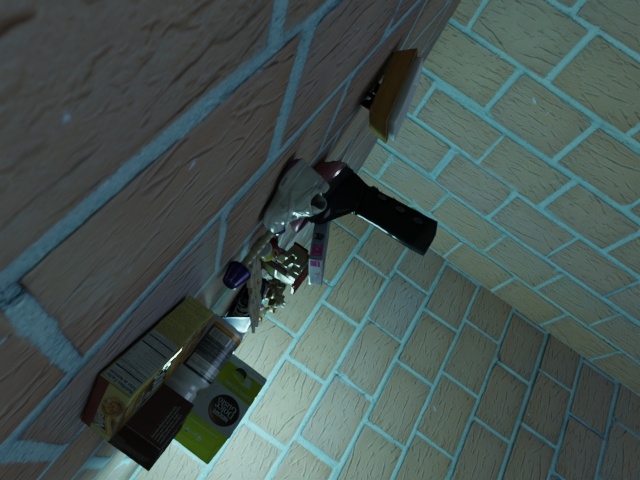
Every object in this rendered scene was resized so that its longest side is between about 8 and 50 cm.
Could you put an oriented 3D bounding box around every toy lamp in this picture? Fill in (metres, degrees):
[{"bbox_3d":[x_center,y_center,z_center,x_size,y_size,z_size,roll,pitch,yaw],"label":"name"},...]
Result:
[{"bbox_3d":[-0.210,0.041,1.471,0.275,0.080,0.080,-53,177,-32],"label":"toy lamp"}]

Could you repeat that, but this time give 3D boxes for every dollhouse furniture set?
[{"bbox_3d":[-0.139,0.061,1.899,0.152,0.201,0.374,-53,171,-24],"label":"dollhouse furniture set"}]

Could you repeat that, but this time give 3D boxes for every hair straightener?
[{"bbox_3d":[0.221,-0.569,1.803,0.089,0.047,0.230,-58,171,30],"label":"hair straightener"}]

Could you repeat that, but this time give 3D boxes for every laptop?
[{"bbox_3d":[-0.405,0.389,1.782,0.264,0.136,0.234,-54,177,-29],"label":"laptop"}]

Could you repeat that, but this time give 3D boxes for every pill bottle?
[{"bbox_3d":[-0.404,0.395,1.566,0.278,0.162,0.162,-54,178,-21],"label":"pill bottle"},{"bbox_3d":[-0.199,0.040,1.667,0.065,0.065,0.116,-54,171,-9],"label":"pill bottle"}]

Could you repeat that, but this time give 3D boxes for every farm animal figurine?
[{"bbox_3d":[-0.272,0.315,2.578,0.330,0.172,0.327,-52,-170,46],"label":"farm animal figurine"}]

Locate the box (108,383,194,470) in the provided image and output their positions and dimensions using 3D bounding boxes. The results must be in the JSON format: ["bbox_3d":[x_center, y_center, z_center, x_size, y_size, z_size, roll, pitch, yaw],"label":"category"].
[{"bbox_3d":[-0.527,0.566,1.433,0.203,0.167,0.168,-57,177,41],"label":"box"}]

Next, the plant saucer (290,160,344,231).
[{"bbox_3d":[-0.029,-0.186,1.833,0.332,0.084,0.332,-55,178,-2],"label":"plant saucer"}]

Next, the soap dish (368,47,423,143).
[{"bbox_3d":[0.277,-0.539,1.732,0.229,0.118,0.291,48,65,-80],"label":"soap dish"}]

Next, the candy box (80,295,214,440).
[{"bbox_3d":[-0.395,0.287,1.087,0.183,0.087,0.316,-56,178,32],"label":"candy box"}]

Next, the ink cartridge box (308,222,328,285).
[{"bbox_3d":[0.000,0.000,1.845,0.186,0.065,0.311,92,8,-53],"label":"ink cartridge box"}]

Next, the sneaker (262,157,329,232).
[{"bbox_3d":[-0.074,-0.096,1.353,0.114,0.152,0.305,-56,180,-38],"label":"sneaker"}]

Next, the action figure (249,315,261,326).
[{"bbox_3d":[-0.412,0.424,2.321,0.280,0.091,0.139,-35,169,-41],"label":"action figure"}]

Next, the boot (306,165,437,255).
[{"bbox_3d":[0.209,-0.072,1.734,0.367,0.445,0.146,-53,177,-46],"label":"boot"}]

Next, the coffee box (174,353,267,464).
[{"bbox_3d":[-0.506,0.727,2.098,0.338,0.337,0.334,-56,177,41],"label":"coffee box"}]

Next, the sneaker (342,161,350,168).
[{"bbox_3d":[0.069,-0.282,2.354,0.235,0.094,0.153,-56,176,20],"label":"sneaker"}]

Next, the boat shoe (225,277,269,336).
[{"bbox_3d":[-0.354,0.307,2.099,0.341,0.127,0.158,-62,173,-12],"label":"boat shoe"}]

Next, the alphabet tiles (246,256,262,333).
[{"bbox_3d":[-0.244,0.186,1.704,0.278,0.021,0.284,-89,179,-46],"label":"alphabet tiles"}]
